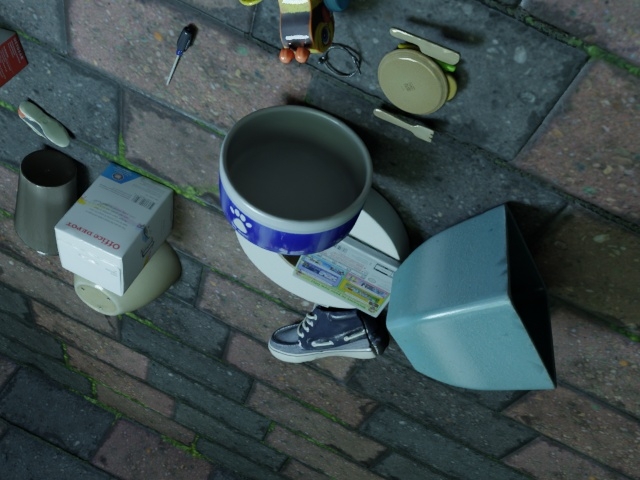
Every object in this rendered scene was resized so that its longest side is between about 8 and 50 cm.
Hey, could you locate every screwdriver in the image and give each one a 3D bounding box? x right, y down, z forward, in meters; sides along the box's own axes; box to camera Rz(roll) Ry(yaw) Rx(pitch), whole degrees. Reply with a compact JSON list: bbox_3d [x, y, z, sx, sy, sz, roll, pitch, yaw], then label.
[{"bbox_3d":[-0.270,-0.338,1.201,0.024,0.025,0.170,35,141,-9],"label":"screwdriver"}]

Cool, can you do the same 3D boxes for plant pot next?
[{"bbox_3d":[0.268,0.127,1.190,0.252,0.248,0.247,-17,125,28],"label":"plant pot"},{"bbox_3d":[-0.547,0.090,1.730,0.284,0.191,0.284,16,141,13],"label":"plant pot"}]

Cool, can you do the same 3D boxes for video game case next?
[{"bbox_3d":[0.060,0.066,1.354,0.212,0.023,0.193,27,142,-1],"label":"video game case"}]

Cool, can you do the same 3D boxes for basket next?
[{"bbox_3d":[-0.689,-0.107,1.622,0.204,0.154,0.227,52,141,21],"label":"basket"}]

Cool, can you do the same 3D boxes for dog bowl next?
[{"bbox_3d":[-0.046,-0.108,1.133,0.265,0.265,0.104,24,145,5],"label":"dog bowl"}]

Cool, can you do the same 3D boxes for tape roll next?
[{"bbox_3d":[0.000,0.000,1.391,0.392,0.072,0.392,16,142,13],"label":"tape roll"}]

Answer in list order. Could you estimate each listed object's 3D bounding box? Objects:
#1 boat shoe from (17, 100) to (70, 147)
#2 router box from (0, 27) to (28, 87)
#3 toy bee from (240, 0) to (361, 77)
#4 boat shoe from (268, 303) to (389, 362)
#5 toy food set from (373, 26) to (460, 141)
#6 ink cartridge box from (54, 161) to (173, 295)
[{"bbox_3d":[-0.643,-0.265,1.493,0.137,0.049,0.043,42,144,-14],"label":"boat shoe"},{"bbox_3d":[-0.836,-0.349,1.305,0.335,0.301,0.082,18,141,13],"label":"router box"},{"bbox_3d":[-0.012,-0.340,0.932,0.195,0.162,0.298,-15,126,39],"label":"toy bee"},{"bbox_3d":[-0.005,0.209,1.612,0.341,0.127,0.158,-9,124,28],"label":"boat shoe"},{"bbox_3d":[0.155,-0.257,1.035,0.132,0.038,0.192,28,149,11],"label":"toy food set"},{"bbox_3d":[-0.480,-0.027,1.517,0.171,0.232,0.168,25,142,4],"label":"ink cartridge box"}]
